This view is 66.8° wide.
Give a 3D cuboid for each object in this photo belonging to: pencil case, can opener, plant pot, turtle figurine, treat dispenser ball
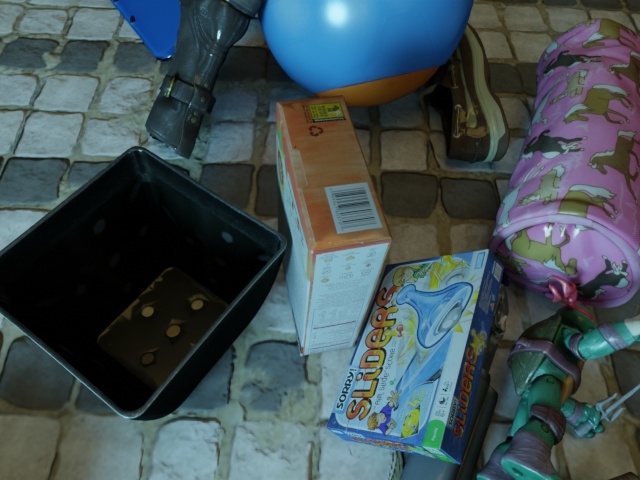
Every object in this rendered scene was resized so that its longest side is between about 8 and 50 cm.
[{"bbox_3d":[0.323,-0.108,0.605,0.160,0.167,0.386,32,59,-10],"label":"pencil case"},{"bbox_3d":[0.129,0.154,0.503,0.095,0.076,0.283,7,52,39],"label":"can opener"},{"bbox_3d":[-0.159,0.057,0.472,0.187,0.167,0.188,32,63,14],"label":"plant pot"},{"bbox_3d":[0.236,0.136,0.462,0.118,0.175,0.234,23,57,36],"label":"turtle figurine"},{"bbox_3d":[0.057,-0.327,0.650,0.288,0.288,0.288,2,59,-3],"label":"treat dispenser ball"}]

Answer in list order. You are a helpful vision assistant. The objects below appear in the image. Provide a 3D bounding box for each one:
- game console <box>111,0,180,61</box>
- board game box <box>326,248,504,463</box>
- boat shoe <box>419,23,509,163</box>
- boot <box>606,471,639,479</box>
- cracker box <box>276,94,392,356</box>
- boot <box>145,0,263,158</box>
[{"bbox_3d":[-0.210,-0.450,0.860,0.250,0.173,0.293,-12,56,-47],"label":"game console"},{"bbox_3d":[0.097,0.106,0.487,0.035,0.136,0.201,43,55,-27],"label":"board game box"},{"bbox_3d":[0.193,-0.227,0.714,0.095,0.095,0.257,-8,60,-1],"label":"boat shoe"},{"bbox_3d":[0.242,0.302,0.378,0.152,0.073,0.197,-28,37,2],"label":"boot"},{"bbox_3d":[0.000,0.000,0.479,0.067,0.232,0.155,-8,60,-10],"label":"cracker box"},{"bbox_3d":[-0.183,-0.242,0.649,0.091,0.229,0.263,18,18,-34],"label":"boot"}]
